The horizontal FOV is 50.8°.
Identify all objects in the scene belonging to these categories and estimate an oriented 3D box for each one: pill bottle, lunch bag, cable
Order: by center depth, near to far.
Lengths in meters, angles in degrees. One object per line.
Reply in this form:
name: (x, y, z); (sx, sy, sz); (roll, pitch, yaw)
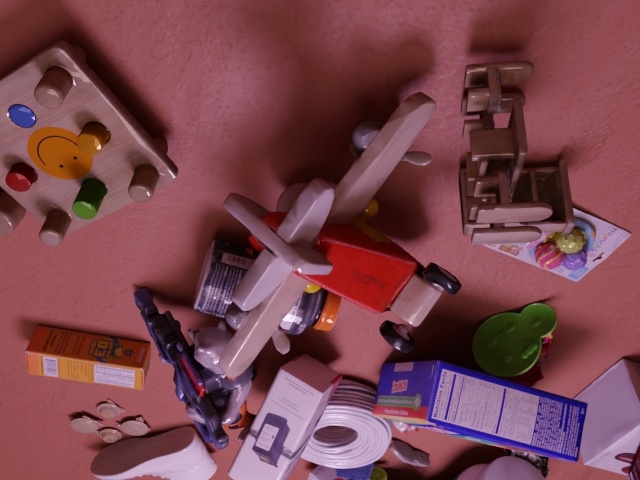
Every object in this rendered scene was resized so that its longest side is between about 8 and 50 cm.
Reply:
pill bottle: (-0.089, 0.090, 1.182); (0.245, 0.130, 0.130); (16, 131, -12)
cable: (0.032, 0.411, 1.500); (0.257, 0.089, 0.257); (3, 133, 0)
pill bottle: (0.378, 0.660, 1.607); (0.210, 0.210, 0.363); (15, 139, -11)
lunch bag: (0.084, 0.529, 1.626); (0.098, 0.065, 0.067); (12, 117, -7)

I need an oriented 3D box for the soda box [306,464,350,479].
soda box: (0.062, 0.642, 1.640); (0.216, 0.069, 0.074); (43, 138, 25)

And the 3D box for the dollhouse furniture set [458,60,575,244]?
dollhouse furniture set: (0.286, -0.099, 0.947); (0.160, 0.212, 0.242); (-2, 159, 7)

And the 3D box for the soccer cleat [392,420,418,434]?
soccer cleat: (0.241, 0.378, 1.483); (0.196, 0.076, 0.068); (4, 129, -29)

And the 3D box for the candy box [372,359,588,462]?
candy box: (0.298, 0.327, 1.315); (0.317, 0.122, 0.268); (18, 165, -12)

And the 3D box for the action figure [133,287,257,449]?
action figure: (-0.208, 0.221, 1.276); (0.178, 0.341, 0.330); (-27, 160, -19)

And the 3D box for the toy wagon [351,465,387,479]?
toy wagon: (0.191, 0.727, 1.648); (0.068, 0.344, 0.267); (-22, 128, -35)

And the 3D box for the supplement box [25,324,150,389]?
supplement box: (-0.469, 0.239, 1.372); (0.233, 0.078, 0.080); (11, 129, -9)

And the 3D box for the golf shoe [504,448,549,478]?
golf shoe: (0.482, 0.489, 1.577); (0.093, 0.077, 0.198); (-4, 133, 30)

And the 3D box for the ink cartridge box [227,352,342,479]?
ink cartridge box: (-0.066, 0.359, 1.325); (0.100, 0.172, 0.237); (28, 97, 13)

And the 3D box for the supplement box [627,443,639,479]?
supplement box: (0.655, 0.437, 1.266); (0.073, 0.130, 0.239); (-4, 133, 4)

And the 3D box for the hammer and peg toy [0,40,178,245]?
hammer and peg toy: (-0.431, -0.118, 1.005); (0.361, 0.127, 0.266); (-22, 128, 21)

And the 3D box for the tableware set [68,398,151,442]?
tableware set: (-0.498, 0.436, 1.594); (0.168, 0.020, 0.141); (-26, 129, 22)

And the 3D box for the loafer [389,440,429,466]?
loafer: (0.209, 0.521, 1.628); (0.125, 0.045, 0.039); (30, 134, -27)

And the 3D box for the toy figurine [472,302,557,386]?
toy figurine: (0.400, 0.217, 1.315); (0.173, 0.130, 0.159); (-40, 138, 4)

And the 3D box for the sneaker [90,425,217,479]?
sneaker: (-0.399, 0.559, 1.644); (0.292, 0.108, 0.169); (-16, 127, 14)

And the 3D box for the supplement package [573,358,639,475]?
supplement package: (0.671, 0.380, 1.405); (0.203, 0.149, 0.194); (17, 131, -15)

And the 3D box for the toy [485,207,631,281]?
toy: (0.394, 0.008, 1.137); (0.237, 0.056, 0.137); (22, 131, -17)

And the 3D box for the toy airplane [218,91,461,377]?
toy airplane: (0.000, 0.000, 0.985); (0.386, 0.272, 0.384); (-23, 135, -20)
